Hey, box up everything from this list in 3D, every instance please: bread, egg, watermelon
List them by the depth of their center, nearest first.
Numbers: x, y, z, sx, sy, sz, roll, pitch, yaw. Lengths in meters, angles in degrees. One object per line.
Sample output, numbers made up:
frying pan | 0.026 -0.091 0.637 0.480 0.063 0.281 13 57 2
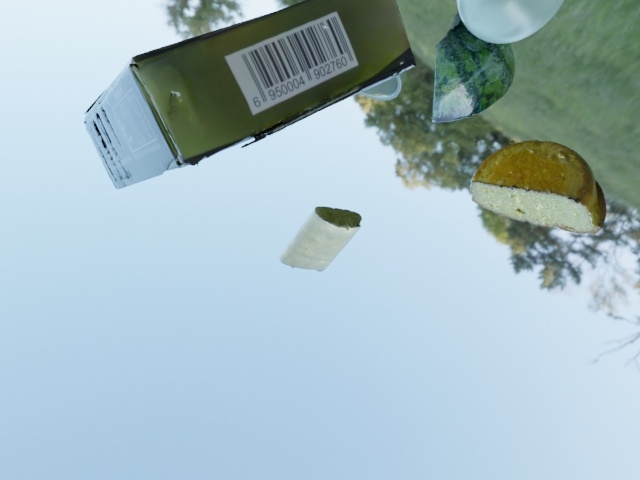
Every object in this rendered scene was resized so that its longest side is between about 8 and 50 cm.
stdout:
egg | 0.431 -0.583 1.156 0.230 0.230 0.371 28 -117 11
bread | 0.000 0.000 1.240 0.139 0.178 0.060 5 -132 -36
watermelon | 0.372 -0.436 1.336 0.224 0.180 0.305 33 -115 -15
bread | 0.561 -0.153 1.359 0.340 0.179 0.194 19 166 42

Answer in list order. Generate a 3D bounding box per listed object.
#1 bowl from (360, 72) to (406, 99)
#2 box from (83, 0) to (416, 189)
bowl | 0.133 -0.537 1.455 0.289 0.146 0.289 34 168 8
box | -0.131 -0.220 0.806 0.373 0.138 0.420 -31 -162 -26
